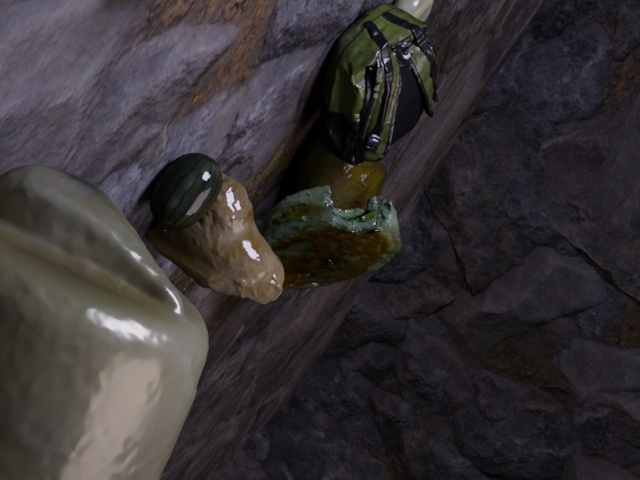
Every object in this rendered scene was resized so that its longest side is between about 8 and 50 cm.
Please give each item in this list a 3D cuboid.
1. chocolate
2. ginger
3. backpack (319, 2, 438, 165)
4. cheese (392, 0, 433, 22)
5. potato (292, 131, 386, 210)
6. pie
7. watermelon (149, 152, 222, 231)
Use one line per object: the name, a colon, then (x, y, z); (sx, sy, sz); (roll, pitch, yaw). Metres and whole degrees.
chocolate: (-0.236, 0.110, 1.043); (0.297, 0.326, 0.314); (-52, -156, 4)
ginger: (-0.115, -0.011, 1.607); (0.115, 0.193, 0.122); (-49, 171, -51)
backpack: (0.092, -0.244, 1.912); (0.207, 0.140, 0.253); (-40, 153, -30)
cheese: (0.154, -0.394, 1.973); (0.127, 0.050, 0.235); (-45, 167, -40)
potato: (0.034, -0.102, 2.142); (0.176, 0.141, 0.298); (-46, 169, -24)
pie: (-0.004, 0.004, 2.097); (0.302, 0.303, 0.066); (110, -25, -59)
watermelon: (-0.170, -0.060, 1.519); (0.110, 0.078, 0.078); (-51, 170, -9)
